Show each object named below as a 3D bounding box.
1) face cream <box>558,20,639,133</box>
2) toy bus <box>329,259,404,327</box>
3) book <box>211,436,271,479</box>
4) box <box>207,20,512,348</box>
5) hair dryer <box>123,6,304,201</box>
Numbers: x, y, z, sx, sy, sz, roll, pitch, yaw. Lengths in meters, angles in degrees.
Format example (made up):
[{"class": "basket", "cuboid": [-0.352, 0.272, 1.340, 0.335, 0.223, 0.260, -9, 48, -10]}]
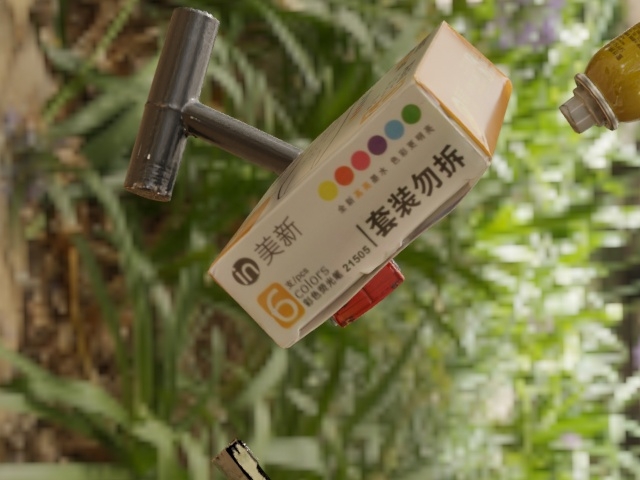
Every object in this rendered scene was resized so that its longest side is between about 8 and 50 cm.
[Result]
[{"class": "face cream", "cuboid": [0.447, -0.245, 2.421, 0.105, 0.348, 0.105, 56, 0, 0]}, {"class": "toy bus", "cuboid": [0.000, 0.000, 1.818, 0.089, 0.081, 0.195, 53, -1, -31]}, {"class": "book", "cuboid": [-0.013, 0.274, 1.761, 0.231, 0.026, 0.157, 48, -13, 3]}, {"class": "box", "cuboid": [0.039, -0.050, 1.508, 0.091, 0.221, 0.274, 45, 15, -5]}, {"class": "hair dryer", "cuboid": [-0.064, -0.107, 1.749, 0.050, 0.195, 0.173, 32, 71, -74]}]
